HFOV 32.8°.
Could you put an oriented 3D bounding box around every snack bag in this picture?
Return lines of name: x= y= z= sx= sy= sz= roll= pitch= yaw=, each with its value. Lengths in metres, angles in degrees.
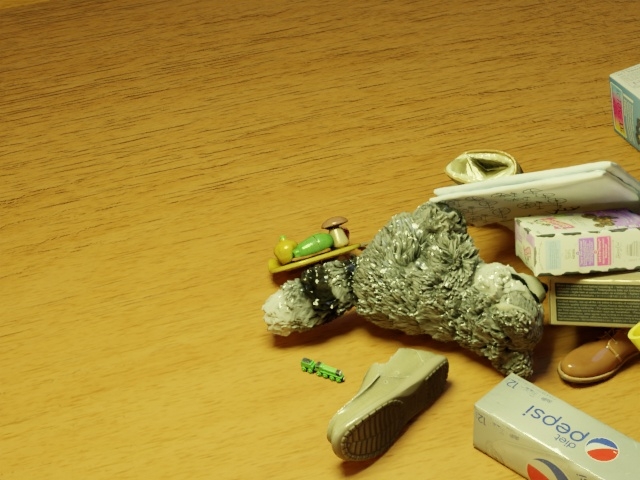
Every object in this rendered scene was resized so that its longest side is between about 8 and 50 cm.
snack bag: x=0.408 y=-0.061 z=1.896 sx=0.323 sy=0.342 sz=0.037 roll=-9 pitch=74 yaw=33

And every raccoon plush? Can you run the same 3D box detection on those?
raccoon plush: x=0.159 y=0.147 z=1.815 sx=0.446 sy=0.216 sz=0.299 roll=-31 pitch=49 yaw=6

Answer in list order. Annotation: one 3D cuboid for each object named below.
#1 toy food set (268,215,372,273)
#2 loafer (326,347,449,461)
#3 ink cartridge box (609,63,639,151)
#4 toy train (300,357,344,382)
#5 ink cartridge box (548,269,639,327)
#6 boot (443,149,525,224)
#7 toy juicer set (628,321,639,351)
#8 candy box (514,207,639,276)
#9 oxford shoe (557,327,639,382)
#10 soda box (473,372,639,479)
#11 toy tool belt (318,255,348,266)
toy food set: x=0.000 y=0.000 z=2.028 sx=0.218 sy=0.071 sz=0.128 roll=-16 pitch=1 yaw=-16
loafer: x=0.094 y=0.251 z=1.698 sx=0.092 sy=0.102 sz=0.268 roll=23 pitch=35 yaw=35
ink cartridge box: x=0.790 y=-0.246 z=2.183 sx=0.270 sy=0.151 sz=0.395 roll=-20 pitch=30 yaw=-3
toy train: x=0.003 y=0.215 z=1.816 sx=0.083 sy=0.023 sz=0.017 roll=15 pitch=40 yaw=27
ink cartridge box: x=0.501 y=0.070 z=1.811 sx=0.193 sy=0.088 sz=0.235 roll=1 pitch=16 yaw=25
boot: x=0.286 y=-0.102 z=2.003 sx=0.236 sy=0.269 sz=0.089 roll=-3 pitch=77 yaw=27
toy juicer set: x=0.616 y=0.081 z=1.566 sx=0.329 sy=0.089 sz=0.209 roll=-31 pitch=7 yaw=1
candy box: x=0.429 y=0.001 z=1.778 sx=0.196 sy=0.070 sz=0.165 roll=-5 pitch=12 yaw=-1
oxford shoe: x=0.475 y=0.166 z=1.776 sx=0.212 sy=0.076 sz=0.076 roll=-23 pitch=41 yaw=-20
soda box: x=0.360 y=0.309 z=1.578 sx=0.286 sy=0.091 sz=0.098 roll=27 pitch=46 yaw=37
toy tool belt: x=0.015 y=0.062 z=2.016 sx=0.083 sy=0.052 sz=0.051 roll=-34 pitch=12 yaw=-38
